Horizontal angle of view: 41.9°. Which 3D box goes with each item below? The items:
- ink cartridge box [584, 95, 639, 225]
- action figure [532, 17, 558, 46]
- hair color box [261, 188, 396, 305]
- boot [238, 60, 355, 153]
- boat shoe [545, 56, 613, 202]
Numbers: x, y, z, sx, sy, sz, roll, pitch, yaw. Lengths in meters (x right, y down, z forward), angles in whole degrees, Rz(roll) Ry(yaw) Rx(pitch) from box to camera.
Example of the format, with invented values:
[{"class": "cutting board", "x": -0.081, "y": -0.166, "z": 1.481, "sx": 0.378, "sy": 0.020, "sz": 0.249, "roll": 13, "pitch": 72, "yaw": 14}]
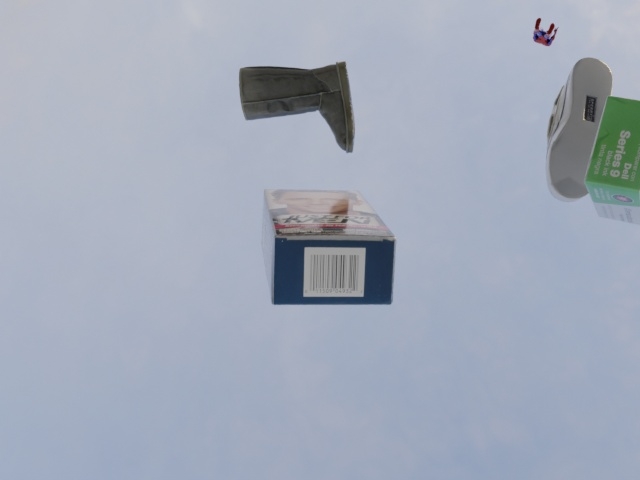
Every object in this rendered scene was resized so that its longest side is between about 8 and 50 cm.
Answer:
[{"class": "ink cartridge box", "x": 0.502, "y": -0.076, "z": 1.057, "sx": 0.289, "sy": 0.211, "sz": 0.121, "roll": 14, "pitch": -95, "yaw": 26}, {"class": "action figure", "x": 0.376, "y": -0.348, "z": 1.404, "sx": 0.038, "sy": 0.115, "sz": 0.030, "roll": 21, "pitch": -87, "yaw": 12}, {"class": "hair color box", "x": 0.000, "y": 0.000, "z": 1.306, "sx": 0.174, "sy": 0.347, "sz": 0.105, "roll": 1, "pitch": -76, "yaw": -7}, {"class": "boot", "x": -0.043, "y": -0.247, "z": 1.587, "sx": 0.209, "sy": 0.076, "sz": 0.189, "roll": -8, "pitch": -82, "yaw": 4}, {"class": "boat shoe", "x": 0.414, "y": -0.173, "z": 1.375, "sx": 0.096, "sy": 0.088, "sz": 0.267, "roll": 14, "pitch": -112, "yaw": -3}]
